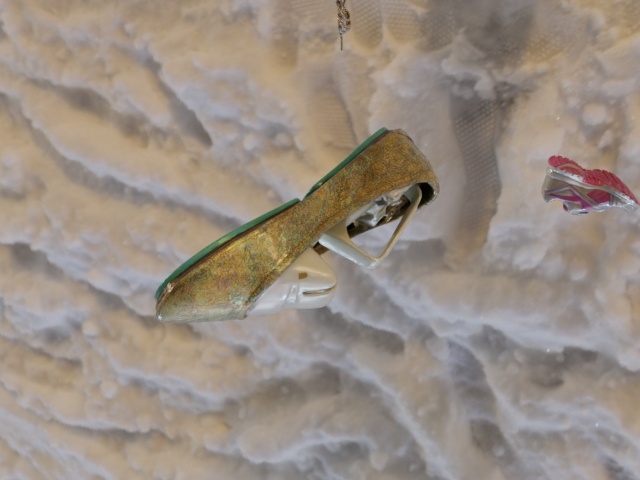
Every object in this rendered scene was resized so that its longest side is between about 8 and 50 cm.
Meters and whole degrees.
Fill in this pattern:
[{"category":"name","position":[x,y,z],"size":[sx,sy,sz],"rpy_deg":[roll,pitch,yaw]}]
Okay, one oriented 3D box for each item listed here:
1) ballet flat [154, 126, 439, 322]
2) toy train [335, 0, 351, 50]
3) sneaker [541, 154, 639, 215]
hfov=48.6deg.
[{"category":"ballet flat","position":[0.000,0.000,0.711],"size":[0.123,0.349,0.123],"rpy_deg":[31,141,29]},{"category":"toy train","position":[0.093,-0.489,1.322],"size":[0.144,0.105,0.247],"rpy_deg":[-7,102,0]},{"category":"sneaker","position":[0.638,-0.112,1.698],"size":[0.253,0.103,0.111],"rpy_deg":[20,122,-5]}]
